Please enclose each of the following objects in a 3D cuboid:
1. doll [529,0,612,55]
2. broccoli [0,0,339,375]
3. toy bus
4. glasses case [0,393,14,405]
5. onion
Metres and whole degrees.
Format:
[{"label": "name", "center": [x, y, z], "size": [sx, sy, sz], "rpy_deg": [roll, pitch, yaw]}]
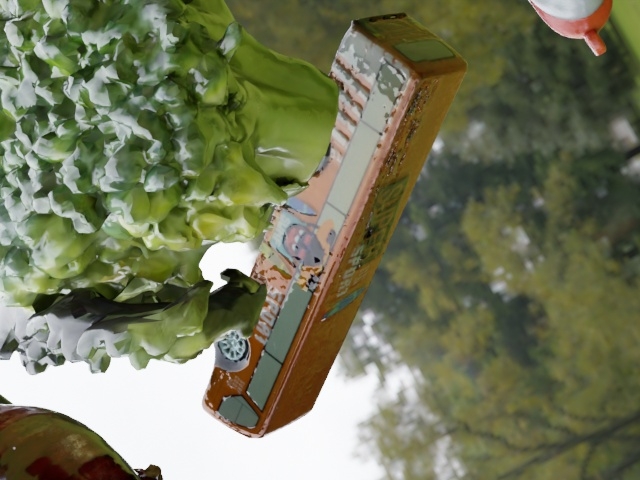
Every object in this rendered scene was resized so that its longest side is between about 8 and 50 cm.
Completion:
[{"label": "doll", "center": [0.154, -0.247, 1.062], "size": [0.142, 0.076, 0.245], "rpy_deg": [-61, -49, -82]}, {"label": "broccoli", "center": [-0.135, -0.072, 0.920], "size": [0.272, 0.334, 0.324], "rpy_deg": [23, -142, -5]}, {"label": "toy bus", "center": [0.000, 0.000, 1.252], "size": [0.092, 0.409, 0.093], "rpy_deg": [38, -146, 24]}, {"label": "glasses case", "center": [-0.368, 0.200, 1.692], "size": [0.023, 0.033, 0.083], "rpy_deg": [57, -177, 39]}, {"label": "onion", "center": [-0.212, 0.252, 1.242], "size": [0.285, 0.273, 0.273], "rpy_deg": [-29, -90, -36]}]
